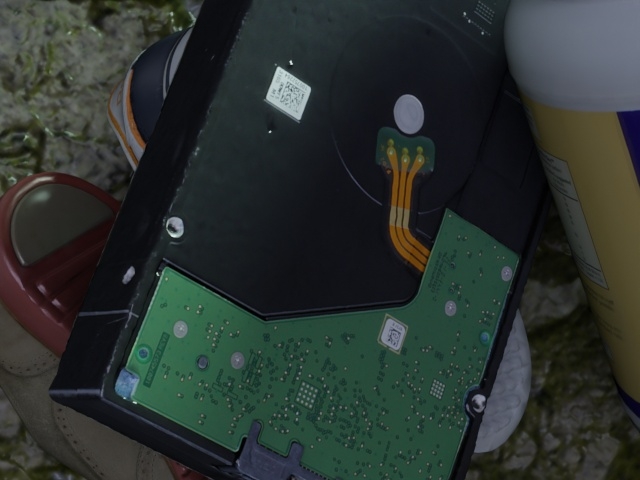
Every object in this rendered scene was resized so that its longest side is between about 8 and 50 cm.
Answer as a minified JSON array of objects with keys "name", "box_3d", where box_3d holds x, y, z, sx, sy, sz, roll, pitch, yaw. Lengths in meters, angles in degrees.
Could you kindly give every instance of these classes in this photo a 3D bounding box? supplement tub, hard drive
[{"name":"supplement tub","box_3d":[0.238,-0.063,0.980,0.241,0.241,0.331,-22,112,-1]},{"name":"hard drive","box_3d":[0.015,-0.021,0.994,0.237,0.064,0.339,30,68,-31]}]

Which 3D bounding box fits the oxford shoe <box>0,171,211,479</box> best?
[{"name":"oxford shoe","box_3d":[-0.092,0.114,1.104,0.348,0.130,0.123,52,47,-8]}]

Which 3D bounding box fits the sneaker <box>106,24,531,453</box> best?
[{"name":"sneaker","box_3d":[0.000,0.000,1.097,0.321,0.127,0.126,52,58,-19]}]
